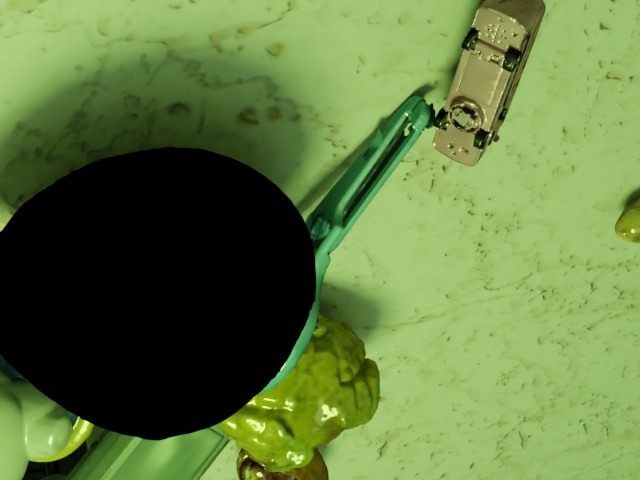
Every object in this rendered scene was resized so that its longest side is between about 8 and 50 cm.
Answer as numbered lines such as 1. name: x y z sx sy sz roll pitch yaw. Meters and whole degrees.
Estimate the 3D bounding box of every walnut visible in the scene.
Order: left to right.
1. walnut: -0.052 0.313 2.039 0.116 0.115 0.207 -21 142 2

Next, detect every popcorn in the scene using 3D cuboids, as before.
1. popcorn: -0.048 0.177 1.840 0.226 0.200 0.203 -31 -176 -38

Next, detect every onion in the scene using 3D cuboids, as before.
1. onion: -0.151 0.037 1.514 0.337 0.282 0.260 15 134 -36

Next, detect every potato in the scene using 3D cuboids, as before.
1. potato: 0.402 -0.024 1.856 0.083 0.062 0.068 -25 123 -41

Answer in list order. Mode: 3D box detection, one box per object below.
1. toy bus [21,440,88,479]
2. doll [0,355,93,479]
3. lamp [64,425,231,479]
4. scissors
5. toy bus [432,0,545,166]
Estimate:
1. toy bus: -0.433 0.301 1.847 0.292 0.125 0.133 -5 138 -17
2. doll: -0.333 0.216 1.665 0.160 0.242 0.311 6 102 1
3. lamp: -0.229 0.301 1.863 0.269 0.047 0.266 -51 156 -5
4. scissors: 0.000 0.000 1.660 0.032 0.180 0.393 23 113 -37
5. toy bus: 0.174 -0.171 1.554 0.063 0.090 0.203 29 137 11
